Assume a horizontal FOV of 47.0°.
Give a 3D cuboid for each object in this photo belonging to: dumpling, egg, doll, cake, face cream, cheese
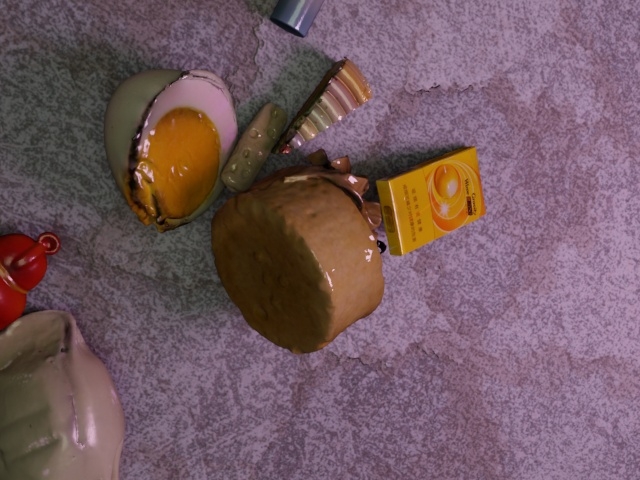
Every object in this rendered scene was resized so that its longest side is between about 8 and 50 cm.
[{"bbox_3d":[-0.529,0.334,1.357,0.316,0.233,0.394,-12,90,-7],"label":"dumpling"},{"bbox_3d":[-0.285,-0.171,1.322,0.264,0.174,0.286,-34,132,-45],"label":"egg"},{"bbox_3d":[-0.624,0.091,1.311,0.363,0.160,0.182,-33,105,-4],"label":"doll"},{"bbox_3d":[0.006,0.002,1.361,0.321,0.332,0.332,-34,110,-36],"label":"cake"},{"bbox_3d":[-0.003,-0.504,1.359,0.077,0.077,0.250,28,95,-16],"label":"face cream"},{"bbox_3d":[-0.125,-0.175,1.385,0.065,0.043,0.194,39,65,-24],"label":"cheese"},{"bbox_3d":[0.004,-0.234,1.403,0.090,0.109,0.225,38,91,-17],"label":"cake"}]

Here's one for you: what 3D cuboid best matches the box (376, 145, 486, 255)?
[{"bbox_3d":[0.226,-0.082,1.456,0.269,0.043,0.152,-24,110,-36],"label":"box"}]
